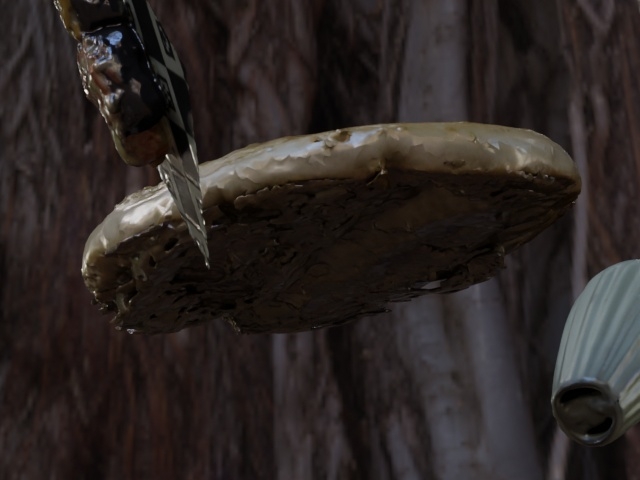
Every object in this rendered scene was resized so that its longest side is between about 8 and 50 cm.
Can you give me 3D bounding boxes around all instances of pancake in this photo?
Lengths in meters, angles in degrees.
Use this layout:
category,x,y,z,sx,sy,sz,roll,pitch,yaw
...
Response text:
category,x,y,z,sx,sy,sz,roll,pitch,yaw
pancake,0.001,0.001,1.078,0.382,0.071,0.382,-10,-19,-4

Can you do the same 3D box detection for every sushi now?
category,x,y,z,sx,sy,sz,roll,pitch,yaw
sushi,-0.082,-0.062,0.563,0.026,0.120,0.126,-22,-32,-14

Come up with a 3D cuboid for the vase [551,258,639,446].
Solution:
category,x,y,z,sx,sy,sz,roll,pitch,yaw
vase,0.280,0.108,1.317,0.128,0.248,0.128,10,-65,23
